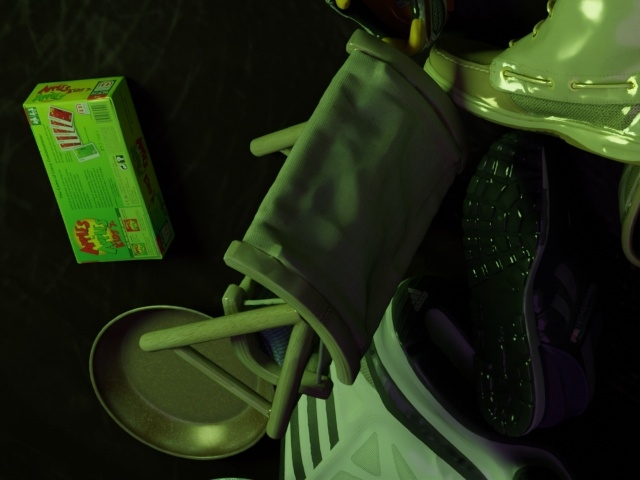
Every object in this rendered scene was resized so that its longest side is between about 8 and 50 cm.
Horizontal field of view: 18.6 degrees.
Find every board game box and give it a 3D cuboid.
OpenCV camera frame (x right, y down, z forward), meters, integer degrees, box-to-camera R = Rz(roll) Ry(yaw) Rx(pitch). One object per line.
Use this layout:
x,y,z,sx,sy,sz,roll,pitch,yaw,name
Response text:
-0.211,-0.066,1.873,0.092,0.043,0.181,-3,123,19,board game box

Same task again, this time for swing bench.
0.000,0.000,1.678,0.165,0.253,0.254,34,150,-9,swing bench

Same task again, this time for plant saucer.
-0.138,0.138,1.999,0.198,0.036,0.198,8,126,11,plant saucer

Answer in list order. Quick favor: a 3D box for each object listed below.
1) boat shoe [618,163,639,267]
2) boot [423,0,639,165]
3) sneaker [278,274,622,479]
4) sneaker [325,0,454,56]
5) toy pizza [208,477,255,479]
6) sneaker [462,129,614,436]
0.362,-0.108,1.628,0.121,0.110,0.341,28,127,-3,boat shoe
0.202,-0.189,1.612,0.262,0.095,0.203,24,121,39,boot
0.129,0.252,1.945,0.257,0.169,0.447,-26,106,40,sneaker
0.028,-0.249,1.642,0.088,0.093,0.225,-35,108,33,sneaker
-0.070,0.329,2.115,0.201,0.032,0.201,9,126,12,toy pizza
0.208,0.031,1.795,0.107,0.124,0.283,21,116,52,sneaker
